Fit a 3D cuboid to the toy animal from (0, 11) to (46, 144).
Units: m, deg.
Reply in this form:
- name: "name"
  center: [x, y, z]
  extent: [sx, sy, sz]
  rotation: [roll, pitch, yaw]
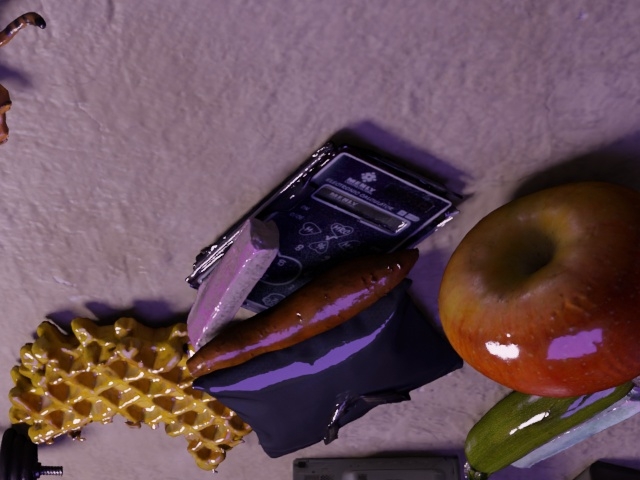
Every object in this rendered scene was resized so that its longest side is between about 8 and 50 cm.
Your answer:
- name: "toy animal"
  center: [-0.318, -0.135, 1.338]
  extent: [0.255, 0.114, 0.116]
  rotation: [-31, 90, 27]

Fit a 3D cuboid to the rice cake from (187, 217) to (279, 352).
- name: "rice cake"
  center: [-0.090, 0.047, 1.547]
  extent: [0.036, 0.047, 0.206]
  rotation: [10, 144, -21]

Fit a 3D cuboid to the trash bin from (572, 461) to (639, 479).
- name: "trash bin"
  center: [0.356, 0.399, 1.991]
  extent: [0.164, 0.122, 0.240]
  rotation: [15, 137, -20]

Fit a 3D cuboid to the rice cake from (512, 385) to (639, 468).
- name: "rice cake"
  center: [0.300, 0.216, 1.822]
  extent: [0.043, 0.034, 0.211]
  rotation: [22, 137, -39]

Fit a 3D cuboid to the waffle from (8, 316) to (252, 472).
- name: "waffle"
  center: [-0.199, 0.173, 1.737]
  extent: [0.293, 0.069, 0.259]
  rotation: [9, 142, -13]

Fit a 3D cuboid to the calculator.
- name: "calculator"
  center: [0.000, 0.001, 1.549]
  extent: [0.166, 0.028, 0.274]
  rotation: [24, 135, -28]

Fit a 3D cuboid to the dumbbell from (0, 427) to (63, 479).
- name: "dumbbell"
  center: [-0.409, 0.270, 1.829]
  extent: [0.209, 0.099, 0.099]
  rotation: [2, 142, -2]

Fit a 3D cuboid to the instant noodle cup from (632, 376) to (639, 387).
- name: "instant noodle cup"
  center: [0.418, 0.109, 1.560]
  extent: [0.207, 0.217, 0.217]
  rotation: [33, 131, -27]

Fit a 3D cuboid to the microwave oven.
- name: "microwave oven"
  center: [0.070, 0.357, 1.915]
  extent: [0.208, 0.122, 0.162]
  rotation: [-2, 135, 1]

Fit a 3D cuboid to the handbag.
- name: "handbag"
  center: [0.015, 0.145, 1.670]
  extent: [0.254, 0.088, 0.211]
  rotation: [-26, 144, 7]

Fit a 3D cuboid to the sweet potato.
- name: "sweet potato"
  center: [-0.016, 0.074, 1.561]
  extent: [0.265, 0.057, 0.057]
  rotation: [-30, 135, 12]

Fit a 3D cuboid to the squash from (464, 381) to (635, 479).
- name: "squash"
  center: [0.253, 0.198, 1.769]
  extent: [0.080, 0.071, 0.318]
  rotation: [34, 130, -17]

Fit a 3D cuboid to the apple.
- name: "apple"
  center: [0.235, 0.053, 1.476]
  extent: [0.235, 0.210, 0.173]
  rotation: [-3, 144, 36]
